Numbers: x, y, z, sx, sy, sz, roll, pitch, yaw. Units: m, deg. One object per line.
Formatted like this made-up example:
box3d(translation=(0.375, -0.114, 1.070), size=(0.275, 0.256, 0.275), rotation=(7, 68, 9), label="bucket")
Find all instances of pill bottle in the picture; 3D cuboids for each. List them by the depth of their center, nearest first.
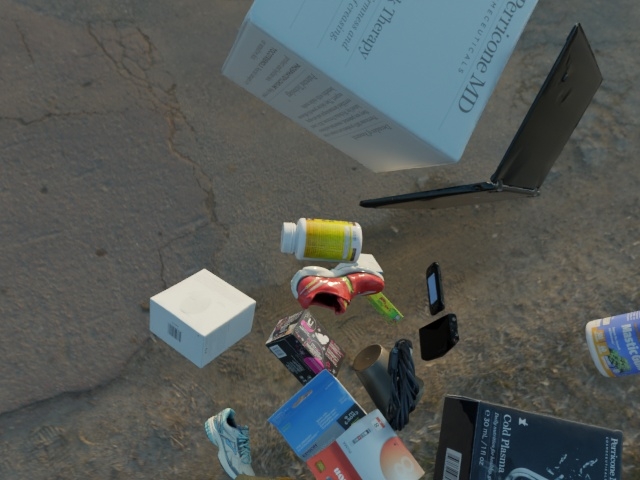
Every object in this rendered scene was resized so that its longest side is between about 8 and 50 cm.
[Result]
box3d(translation=(0.843, 0.251, 1.256), size=(0.152, 0.272, 0.152), rotation=(26, 52, -39), label="pill bottle")
box3d(translation=(0.000, 0.000, 1.372), size=(0.214, 0.117, 0.117), rotation=(4, 64, -10), label="pill bottle")

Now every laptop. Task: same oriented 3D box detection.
box3d(translation=(0.336, -0.201, 1.004), size=(0.407, 0.381, 0.237), rotation=(-6, 89, 35), label="laptop")

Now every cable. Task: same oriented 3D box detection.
box3d(translation=(0.164, 0.294, 0.977), size=(0.047, 0.150, 0.185), rotation=(6, 97, -5), label="cable")

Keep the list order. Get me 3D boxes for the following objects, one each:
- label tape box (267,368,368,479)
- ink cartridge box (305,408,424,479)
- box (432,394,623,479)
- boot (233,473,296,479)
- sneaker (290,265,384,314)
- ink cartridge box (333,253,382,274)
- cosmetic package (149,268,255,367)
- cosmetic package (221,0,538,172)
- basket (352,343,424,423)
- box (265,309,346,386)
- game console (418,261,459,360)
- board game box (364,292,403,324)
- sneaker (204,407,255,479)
box3d(translation=(0.024, 0.612, 1.627), size=(0.249, 0.348, 0.115), rotation=(-41, 40, -7), label="label tape box")
box3d(translation=(0.083, 0.410, 0.900), size=(0.179, 0.045, 0.145), rotation=(-15, 57, -43), label="ink cartridge box")
box3d(translation=(0.630, 0.779, 1.555), size=(0.471, 0.297, 0.480), rotation=(13, 75, -5), label="box")
box3d(translation=(-0.091, 0.547, 0.809), size=(0.211, 0.104, 0.295), rotation=(34, 64, -30), label="boot")
box3d(translation=(0.053, 0.142, 1.310), size=(0.278, 0.107, 0.118), rotation=(0, 49, -28), label="sneaker")
box3d(translation=(0.079, 0.143, 1.650), size=(0.134, 0.231, 0.078), rotation=(6, 45, -53), label="ink cartridge box")
box3d(translation=(-0.359, 0.230, 1.513), size=(0.224, 0.138, 0.224), rotation=(29, 36, 23), label="cosmetic package")
box3d(translation=(0.084, -0.365, 0.894), size=(0.393, 0.327, 0.330), rotation=(29, 85, -18), label="cosmetic package")
box3d(translation=(0.230, 0.488, 1.746), size=(0.204, 0.154, 0.227), rotation=(-46, 107, -25), label="basket")
box3d(translation=(-0.053, 0.402, 1.834), size=(0.247, 0.163, 0.142), rotation=(51, 39, -14), label="box")
box3d(translation=(0.437, 0.265, 1.895), size=(0.043, 0.213, 0.362), rotation=(10, 62, -18), label="game console")
box3d(translation=(0.245, 0.258, 1.995), size=(0.043, 0.092, 0.181), rotation=(-43, 87, -14), label="board game box")
box3d(translation=(-0.290, 0.700, 1.694), size=(0.122, 0.110, 0.283), rotation=(-42, 58, -2), label="sneaker")
